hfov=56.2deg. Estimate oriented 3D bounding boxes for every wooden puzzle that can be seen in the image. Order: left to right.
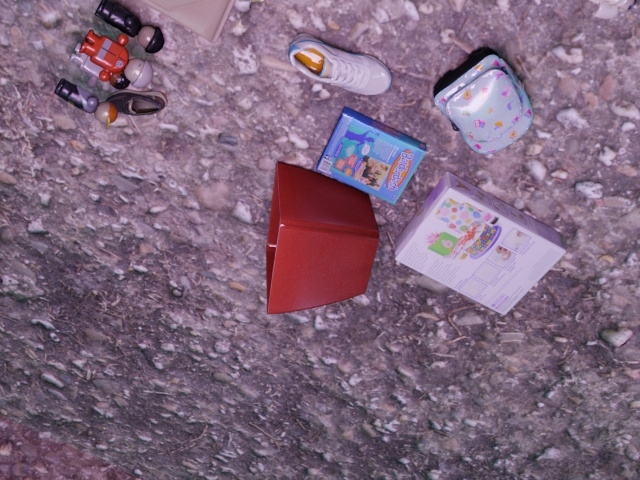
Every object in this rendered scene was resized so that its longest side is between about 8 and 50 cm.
[{"bbox_3d":[-0.272,-0.554,1.213,0.238,0.044,0.221,31,124,-7],"label":"wooden puzzle"}]

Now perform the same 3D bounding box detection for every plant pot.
[{"bbox_3d":[0.000,0.000,1.428,0.235,0.267,0.267,4,125,-8],"label":"plant pot"}]

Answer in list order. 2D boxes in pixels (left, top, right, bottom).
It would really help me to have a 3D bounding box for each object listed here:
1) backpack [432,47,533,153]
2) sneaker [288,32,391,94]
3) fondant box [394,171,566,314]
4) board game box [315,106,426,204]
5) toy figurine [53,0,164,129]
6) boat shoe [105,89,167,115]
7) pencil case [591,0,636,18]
[{"bbox_3d":[0.346,-0.278,1.246,0.165,0.144,0.188,-36,115,22],"label":"backpack"},{"bbox_3d":[0.039,-0.359,1.265,0.228,0.092,0.087,18,123,-5],"label":"sneaker"},{"bbox_3d":[0.382,0.013,1.465,0.330,0.096,0.238,26,124,-11],"label":"fondant box"},{"bbox_3d":[0.116,-0.193,1.392,0.210,0.047,0.160,24,124,-7],"label":"board game box"},{"bbox_3d":[-0.439,-0.368,1.263,0.148,0.213,0.209,27,129,-30],"label":"toy figurine"},{"bbox_3d":[-0.433,-0.317,1.389,0.152,0.049,0.056,-3,124,11],"label":"boat shoe"},{"bbox_3d":[0.571,-0.572,0.972,0.159,0.184,0.410,18,131,-19],"label":"pencil case"}]
